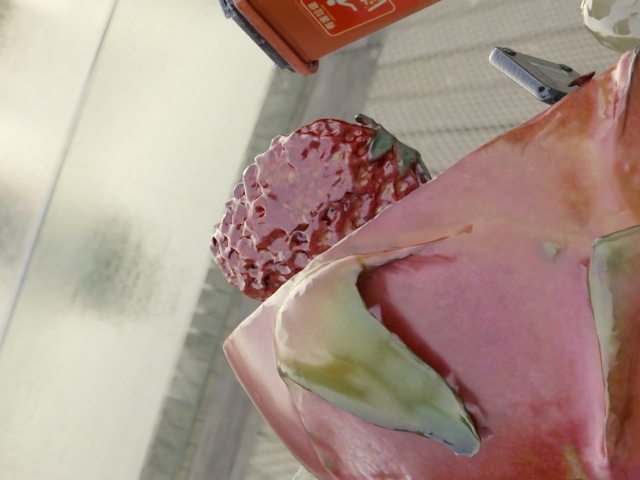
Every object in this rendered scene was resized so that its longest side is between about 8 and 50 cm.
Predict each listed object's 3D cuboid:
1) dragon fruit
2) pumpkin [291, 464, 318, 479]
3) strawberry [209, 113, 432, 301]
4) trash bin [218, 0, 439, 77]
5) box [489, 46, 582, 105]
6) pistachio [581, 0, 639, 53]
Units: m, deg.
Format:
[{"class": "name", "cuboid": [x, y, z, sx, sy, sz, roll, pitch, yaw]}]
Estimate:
[{"class": "dragon fruit", "cuboid": [0.123, 0.067, 0.705, 0.225, 0.305, 0.305, 56, 141, 7]}, {"class": "pumpkin", "cuboid": [-0.011, 0.314, 1.477, 0.217, 0.110, 0.217, -47, -29, -36]}, {"class": "strawberry", "cuboid": [0.000, 0.000, 1.331, 0.236, 0.190, 0.111, -37, 44, 26]}, {"class": "trash bin", "cuboid": [0.026, -0.297, 1.431, 0.239, 0.161, 0.184, -18, 53, 25]}, {"class": "box", "cuboid": [0.264, -0.173, 1.584, 0.125, 0.126, 0.027, 48, 120, 49]}, {"class": "pistachio", "cuboid": [0.313, -0.221, 1.315, 0.149, 0.113, 0.113, -2, 67, 36]}]
